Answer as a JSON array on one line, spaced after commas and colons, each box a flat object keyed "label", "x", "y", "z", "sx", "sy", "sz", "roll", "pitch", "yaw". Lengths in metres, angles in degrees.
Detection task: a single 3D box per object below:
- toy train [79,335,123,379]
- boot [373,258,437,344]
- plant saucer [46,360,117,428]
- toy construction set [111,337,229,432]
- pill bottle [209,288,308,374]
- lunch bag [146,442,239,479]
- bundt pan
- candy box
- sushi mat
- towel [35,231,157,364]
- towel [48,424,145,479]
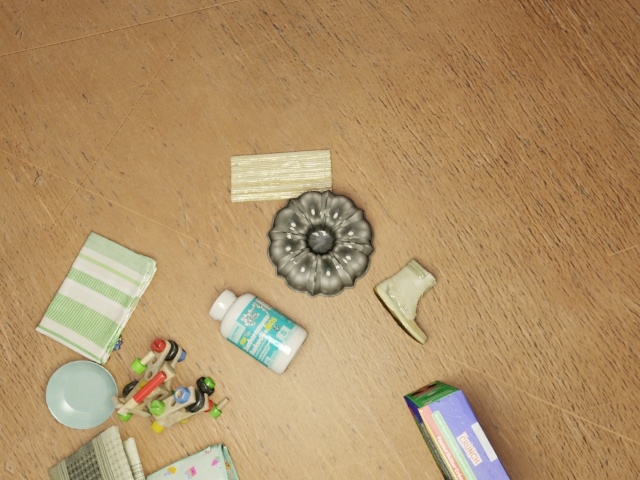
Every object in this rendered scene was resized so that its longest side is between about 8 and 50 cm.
[{"label": "toy train", "x": -0.625, "y": 0.337, "z": 1.561, "sx": 0.036, "sy": 0.027, "sz": 0.158, "roll": 42, "pitch": 82, "yaw": 4}, {"label": "boot", "x": 0.277, "y": 0.175, "z": 1.566, "sx": 0.165, "sy": 0.077, "sz": 0.213, "roll": -37, "pitch": 78, "yaw": -9}, {"label": "plant saucer", "x": -0.663, "y": 0.428, "z": 1.524, "sx": 0.195, "sy": 0.037, "sz": 0.195, "roll": 0, "pitch": 94, "yaw": -5}, {"label": "toy construction set", "x": -0.443, "y": 0.415, "z": 1.420, "sx": 0.237, "sy": 0.309, "sz": 0.257, "roll": -43, "pitch": 73, "yaw": -3}, {"label": "pill bottle", "x": -0.178, "y": 0.245, "z": 1.517, "sx": 0.264, "sy": 0.146, "sz": 0.146, "roll": 32, "pitch": 81, "yaw": 7}, {"label": "lunch bag", "x": -0.315, "y": 0.693, "z": 1.418, "sx": 0.223, "sy": 0.160, "sz": 0.262, "roll": -22, "pitch": 71, "yaw": -3}, {"label": "bundt pan", "x": 0.000, "y": 0.000, "z": 1.569, "sx": 0.330, "sy": 0.124, "sz": 0.331, "roll": 0, "pitch": 81, "yaw": 0}, {"label": "candy box", "x": 0.337, "y": 0.507, "z": 1.374, "sx": 0.122, "sy": 0.317, "sz": 0.268, "roll": -26, "pitch": 79, "yaw": -5}, {"label": "sushi mat", "x": -0.119, "y": -0.198, "z": 1.672, "sx": 0.316, "sy": 0.019, "sz": 0.151, "roll": -4, "pitch": 78, "yaw": 0}, {"label": "towel", "x": -0.647, "y": 0.161, "z": 1.576, "sx": 0.248, "sy": 0.038, "sz": 0.325, "roll": 23, "pitch": 78, "yaw": 12}, {"label": "towel", "x": -0.562, "y": 0.679, "z": 1.412, "sx": 0.312, "sy": 0.056, "sz": 0.324, "roll": -36, "pitch": 70, "yaw": 23}]
